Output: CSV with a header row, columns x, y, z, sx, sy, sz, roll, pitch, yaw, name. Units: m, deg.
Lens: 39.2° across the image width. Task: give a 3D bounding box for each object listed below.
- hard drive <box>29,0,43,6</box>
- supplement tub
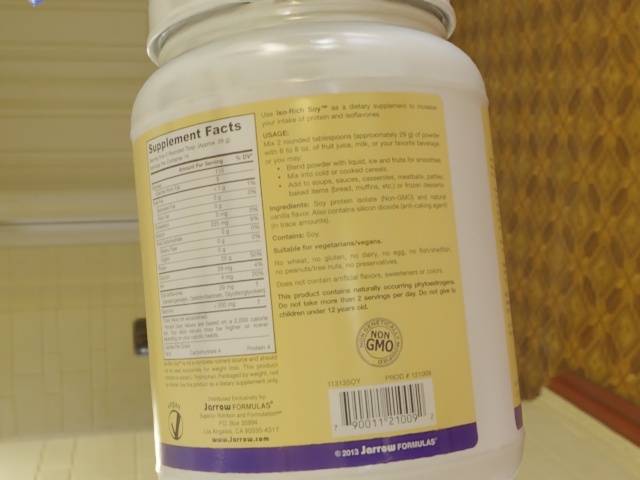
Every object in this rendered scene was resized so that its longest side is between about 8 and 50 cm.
x,y,z,sx,sy,sz,roll,pitch,yaw,name
-0.234,-0.425,0.969,0.040,0.319,0.210,47,169,38,hard drive
0.000,0.000,0.598,0.241,0.241,0.331,152,113,-77,supplement tub
